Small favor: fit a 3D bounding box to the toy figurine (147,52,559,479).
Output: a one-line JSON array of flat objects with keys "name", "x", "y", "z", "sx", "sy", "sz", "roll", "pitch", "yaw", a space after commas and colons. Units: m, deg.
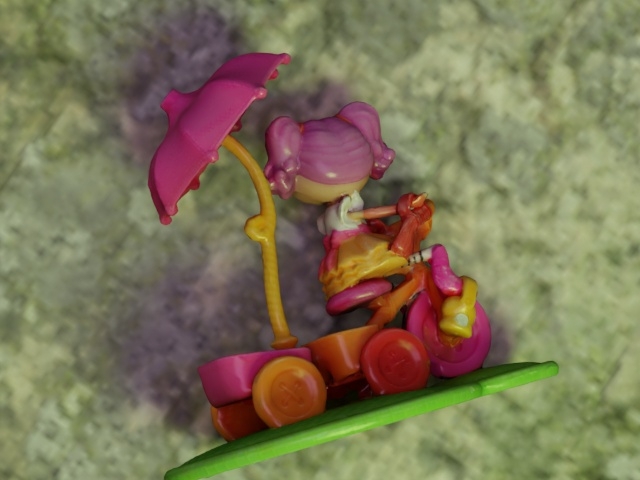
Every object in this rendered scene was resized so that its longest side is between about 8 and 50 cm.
[{"name": "toy figurine", "x": 0.000, "y": 0.000, "z": 0.681, "sx": 0.173, "sy": 0.130, "sz": 0.159, "roll": -12, "pitch": 83, "yaw": -26}]
